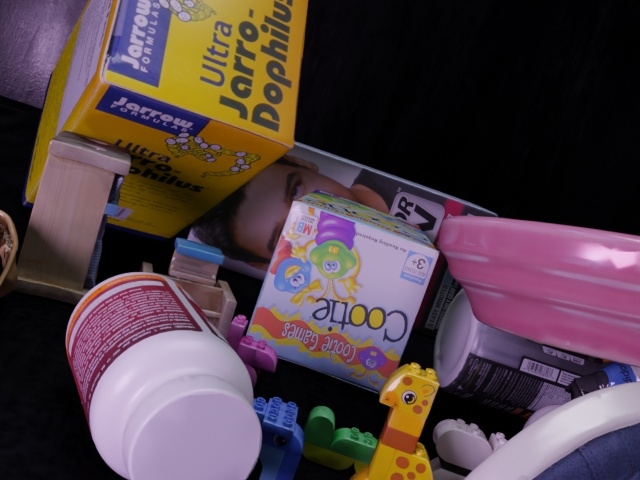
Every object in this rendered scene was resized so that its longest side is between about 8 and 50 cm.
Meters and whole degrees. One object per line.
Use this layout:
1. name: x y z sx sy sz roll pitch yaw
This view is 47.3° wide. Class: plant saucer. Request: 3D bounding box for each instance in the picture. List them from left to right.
1. plant saucer: 0.254 0.050 0.580 0.332 0.084 0.332 11 -1 0

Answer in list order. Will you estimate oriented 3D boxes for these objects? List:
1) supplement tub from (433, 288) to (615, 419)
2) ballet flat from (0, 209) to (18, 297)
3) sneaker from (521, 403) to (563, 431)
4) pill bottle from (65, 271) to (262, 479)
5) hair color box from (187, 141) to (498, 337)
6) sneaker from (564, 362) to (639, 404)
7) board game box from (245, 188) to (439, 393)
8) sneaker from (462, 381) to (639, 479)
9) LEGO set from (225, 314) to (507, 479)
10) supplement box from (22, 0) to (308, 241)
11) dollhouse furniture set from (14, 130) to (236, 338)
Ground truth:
1. supplement tub: 0.222 0.125 0.747 0.190 0.117 0.117 18 8 -8
2. ballet flat: -0.241 0.023 0.464 0.080 0.073 0.232 17 8 -18
3. sneaker: 0.268 0.196 0.578 0.212 0.080 0.094 11 20 -8
4. pill bottle: -0.089 0.079 0.406 0.086 0.086 0.152 15 8 -29
5. hair color box: 0.024 -0.016 0.993 0.374 0.186 0.113 19 8 -5
6. sneaker: 0.262 0.171 0.656 0.084 0.152 0.058 -18 36 9
7. board game box: 0.027 0.037 0.781 0.144 0.142 0.275 19 7 1
8. sneaker: 0.239 0.178 0.432 0.349 0.131 0.148 3 41 -26
9. LEGO set: 0.024 0.108 0.453 0.227 0.093 0.087 20 8 -1
10. supplement box: -0.189 -0.153 0.829 0.195 0.194 0.356 16 -23 -28
11. dollhouse furniture set: -0.164 -0.009 0.671 0.183 0.129 0.129 16 8 -17
